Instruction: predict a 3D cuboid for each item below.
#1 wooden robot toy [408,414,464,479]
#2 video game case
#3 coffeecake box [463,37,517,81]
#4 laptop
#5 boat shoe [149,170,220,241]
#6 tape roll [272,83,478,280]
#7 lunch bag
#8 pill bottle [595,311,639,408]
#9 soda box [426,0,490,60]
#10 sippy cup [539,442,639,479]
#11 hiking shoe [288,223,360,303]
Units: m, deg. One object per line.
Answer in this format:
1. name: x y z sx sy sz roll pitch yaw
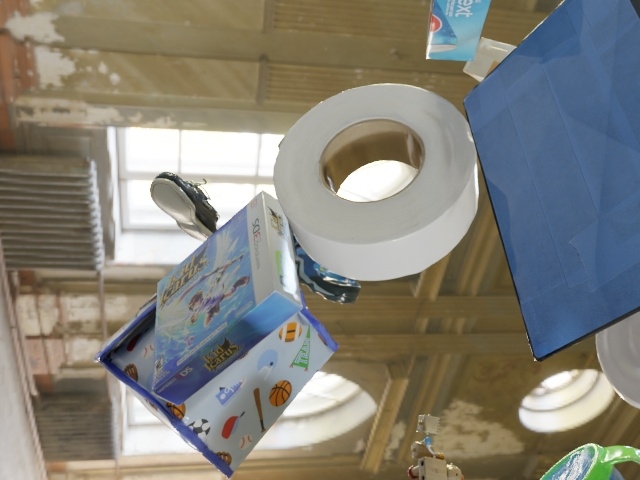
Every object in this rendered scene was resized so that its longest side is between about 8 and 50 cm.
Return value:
1. wooden robot toy: 0.193 0.377 1.112 0.076 0.079 0.173 122 -23 -52
2. video game case: -0.155 0.083 1.060 0.269 0.061 0.244 -40 -146 20
3. coffeecake box: 0.363 -0.267 1.172 0.068 0.186 0.142 -61 -145 11
4. laptop: 0.229 -0.159 0.609 0.408 0.236 0.381 50 28 -51
5. boat shoe: -0.268 -0.079 1.396 0.254 0.095 0.079 58 47 -59
6. tape roll: 0.079 -0.088 0.968 0.100 0.286 0.286 66 15 -55
7. lunch bag: -0.226 0.192 1.299 0.385 0.328 0.239 23 -29 45
8. pill bottle: 0.528 0.122 0.842 0.176 0.319 0.176 -177 -90 -76
9. soda box: 0.182 -0.313 0.898 0.210 0.071 0.067 63 32 -78
10. sippy cup: 0.479 0.511 1.162 0.224 0.240 0.305 44 -32 13
11. hiking shoe: 0.000 0.000 1.371 0.132 0.113 0.304 -61 -138 26
